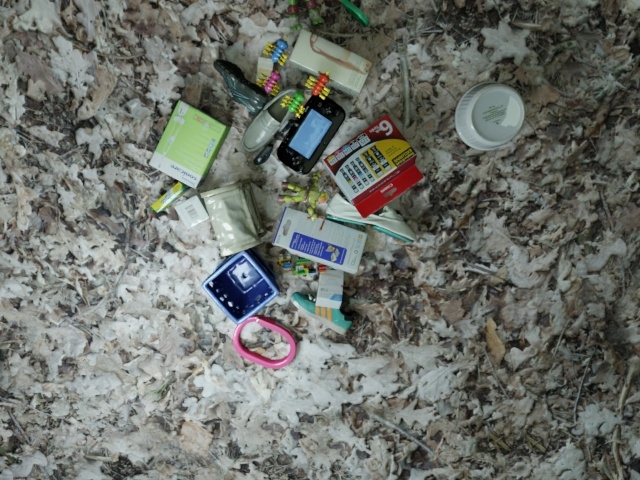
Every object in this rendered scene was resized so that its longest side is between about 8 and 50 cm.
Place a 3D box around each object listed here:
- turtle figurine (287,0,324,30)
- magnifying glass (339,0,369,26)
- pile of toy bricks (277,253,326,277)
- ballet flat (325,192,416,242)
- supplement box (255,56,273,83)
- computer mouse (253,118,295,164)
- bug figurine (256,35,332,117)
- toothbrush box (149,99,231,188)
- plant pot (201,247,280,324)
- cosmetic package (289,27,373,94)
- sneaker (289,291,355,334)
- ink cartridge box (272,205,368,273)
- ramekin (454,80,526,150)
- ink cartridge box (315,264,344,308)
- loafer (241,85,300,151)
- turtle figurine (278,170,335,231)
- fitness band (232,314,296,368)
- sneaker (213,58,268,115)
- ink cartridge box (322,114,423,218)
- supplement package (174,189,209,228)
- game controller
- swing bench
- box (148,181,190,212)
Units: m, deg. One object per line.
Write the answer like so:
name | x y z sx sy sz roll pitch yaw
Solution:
turtle figurine | -0.069 -0.926 1.713 0.274 0.198 0.266 9 127 39
magnifying glass | 0.101 -0.910 1.799 0.231 0.092 0.026 42 102 2
pile of toy bricks | -0.075 0.119 2.004 0.212 0.118 0.105 -4 141 -10
ballet flat | 0.223 -0.103 1.942 0.400 0.139 0.139 17 101 0
supplement box | -0.221 -0.673 1.862 0.062 0.036 0.098 10 101 -2
computer mouse | -0.183 -0.394 1.899 0.041 0.071 0.242 42 103 -14
bug figurine | -0.104 -0.600 1.734 0.279 0.072 0.216 37 118 -9
toothbrush box | -0.519 -0.383 1.877 0.206 0.122 0.283 28 99 -6
plant pot | -0.320 0.165 1.940 0.236 0.212 0.236 -38 104 7
cosmetic package | 0.040 -0.680 1.806 0.296 0.153 0.129 23 100 -6
sneaker | 0.015 0.286 2.030 0.302 0.108 0.121 32 98 -14
ink cartridge box | 0.000 0.000 1.953 0.370 0.069 0.176 19 73 -6
ramekin | 0.680 -0.494 1.858 0.272 0.127 0.273 0 102 0
ink cartridge box | 0.042 0.196 2.000 0.104 0.181 0.062 10 138 -2
loafer | -0.202 -0.485 1.863 0.112 0.111 0.319 39 99 -8
turtle figurine | -0.060 -0.173 1.903 0.217 0.087 0.270 4 74 10
fitness band | -0.248 0.454 2.085 0.290 0.054 0.209 25 101 -4
sneaker | -0.330 -0.605 1.844 0.267 0.101 0.106 43 126 6
ink cartridge box | 0.214 -0.285 1.845 0.309 0.130 0.272 -35 79 2
supplement package | -0.501 -0.127 1.900 0.105 0.179 0.105 -28 100 5
game controller | -0.040 -0.430 1.899 0.166 0.067 0.319 33 99 -7
swing bench | -0.337 -0.100 1.868 0.165 0.255 0.253 -16 101 3
box | -0.621 -0.175 1.928 0.179 0.105 0.043 -36 99 7
